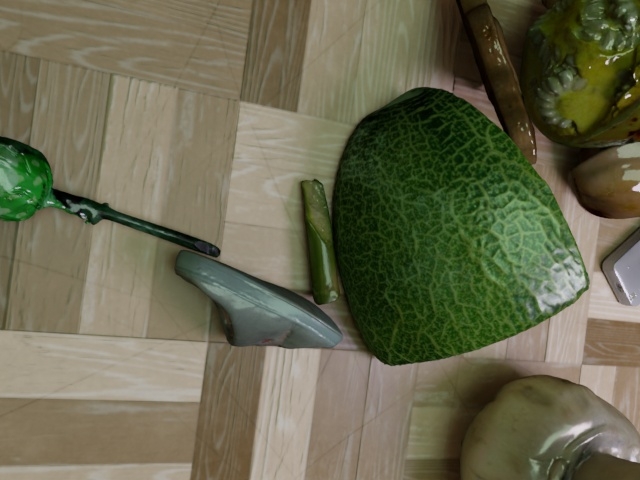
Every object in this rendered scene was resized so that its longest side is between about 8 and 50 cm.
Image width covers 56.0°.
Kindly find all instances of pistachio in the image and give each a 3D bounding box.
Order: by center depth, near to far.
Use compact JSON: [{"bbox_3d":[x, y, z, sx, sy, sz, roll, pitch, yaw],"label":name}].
[{"bbox_3d":[0.521,-0.104,1.010,0.211,0.165,0.130,15,48,-9],"label":"pistachio"}]

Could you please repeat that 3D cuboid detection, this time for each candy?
[{"bbox_3d":[-0.267,-0.032,0.736,0.324,0.097,0.096,21,84,-28],"label":"candy"}]

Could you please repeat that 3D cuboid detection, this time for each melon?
[{"bbox_3d":[0.159,-0.033,0.852,0.343,0.331,0.226,59,36,-6],"label":"melon"}]

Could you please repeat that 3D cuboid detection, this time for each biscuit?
[{"bbox_3d":[0.250,-0.242,0.855,0.183,0.047,0.319,49,29,-48],"label":"biscuit"}]

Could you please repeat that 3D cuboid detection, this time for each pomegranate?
[{"bbox_3d":[0.424,-0.293,0.909,0.261,0.260,0.340,4,66,-22],"label":"pomegranate"}]

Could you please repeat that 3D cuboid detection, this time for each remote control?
[{"bbox_3d":[0.621,0.011,1.101,0.250,0.034,0.103,-38,105,-16],"label":"remote control"}]

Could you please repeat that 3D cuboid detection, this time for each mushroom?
[{"bbox_3d":[0.378,0.359,0.864,0.315,0.336,0.313,1,87,-15],"label":"mushroom"}]

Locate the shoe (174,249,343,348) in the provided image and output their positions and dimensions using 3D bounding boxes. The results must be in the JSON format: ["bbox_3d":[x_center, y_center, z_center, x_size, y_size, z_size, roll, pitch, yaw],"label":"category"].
[{"bbox_3d":[-0.088,0.099,0.793,0.251,0.103,0.100,30,89,-19],"label":"shoe"}]

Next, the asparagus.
[{"bbox_3d":[0.000,0.000,0.851,0.041,0.045,0.178,-7,91,18],"label":"asparagus"}]
